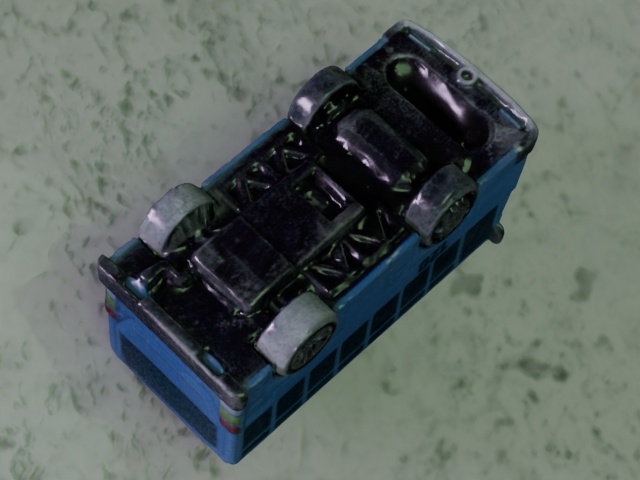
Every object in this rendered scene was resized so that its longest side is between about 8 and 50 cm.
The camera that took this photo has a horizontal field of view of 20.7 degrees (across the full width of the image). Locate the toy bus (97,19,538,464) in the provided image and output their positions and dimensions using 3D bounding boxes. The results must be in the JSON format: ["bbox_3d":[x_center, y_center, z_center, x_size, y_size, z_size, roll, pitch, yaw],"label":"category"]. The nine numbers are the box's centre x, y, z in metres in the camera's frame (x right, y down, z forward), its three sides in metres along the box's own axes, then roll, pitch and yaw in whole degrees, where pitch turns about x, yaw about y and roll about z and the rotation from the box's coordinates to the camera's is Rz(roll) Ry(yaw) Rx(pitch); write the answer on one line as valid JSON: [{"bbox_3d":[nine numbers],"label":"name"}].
[{"bbox_3d":[0.000,0.000,0.958,0.116,0.134,0.234,42,66,18],"label":"toy bus"}]
